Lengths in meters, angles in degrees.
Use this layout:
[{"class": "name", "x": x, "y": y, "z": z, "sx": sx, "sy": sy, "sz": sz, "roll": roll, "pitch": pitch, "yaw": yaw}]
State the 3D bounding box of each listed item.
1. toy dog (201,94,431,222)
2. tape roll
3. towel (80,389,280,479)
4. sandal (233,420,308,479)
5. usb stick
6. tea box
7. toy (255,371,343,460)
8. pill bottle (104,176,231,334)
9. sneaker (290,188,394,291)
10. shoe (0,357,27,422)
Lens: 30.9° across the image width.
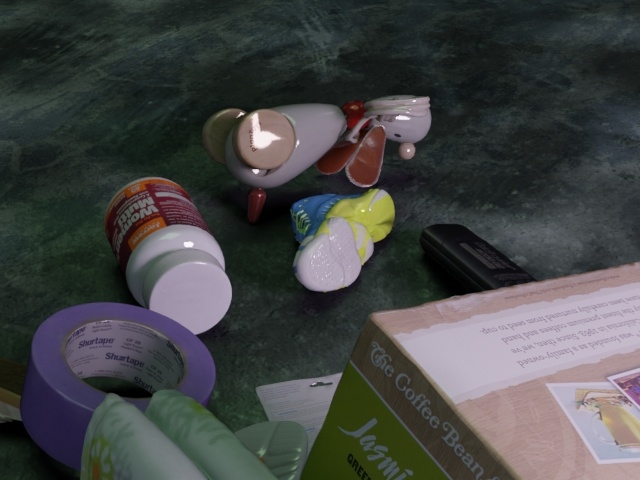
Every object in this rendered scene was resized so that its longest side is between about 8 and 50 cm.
[{"class": "toy dog", "x": -0.001, "y": -0.116, "z": 1.643, "sx": 0.333, "sy": 0.161, "sz": 0.220, "roll": -4, "pitch": 9, "yaw": 0}, {"class": "tape roll", "x": -0.208, "y": 0.150, "z": 1.191, "sx": 0.189, "sy": 0.080, "sz": 0.189, "roll": 14, "pitch": 29, "yaw": -8}, {"class": "towel", "x": -0.044, "y": 0.307, "z": 0.721, "sx": 0.090, "sy": 0.321, "sz": 0.374, "roll": -14, "pitch": 31, "yaw": -33}, {"class": "sandal", "x": -0.069, "y": 0.283, "z": 1.023, "sx": 0.102, "sy": 0.076, "sz": 0.265, "roll": -5, "pitch": 47, "yaw": 24}, {"class": "usb stick", "x": 0.199, "y": 0.035, "z": 1.421, "sx": 0.077, "sy": 0.045, "sz": 0.278, "roll": 0, "pitch": 17, "yaw": -16}, {"class": "tea box", "x": 0.163, "y": 0.210, "z": 0.785, "sx": 0.329, "sy": 0.324, "sz": 0.220, "roll": -7, "pitch": 41, "yaw": -38}, {"class": "toy", "x": 0.034, "y": 0.226, "z": 1.128, "sx": 0.136, "sy": 0.056, "sz": 0.237, "roll": -7, "pitch": 35, "yaw": -19}, {"class": "pill bottle", "x": -0.188, "y": 0.018, "z": 1.431, "sx": 0.121, "sy": 0.121, "sz": 0.221, "roll": -11, "pitch": 31, "yaw": -17}, {"class": "sneaker", "x": 0.000, "y": 0.000, "z": 1.512, "sx": 0.126, "sy": 0.091, "sz": 0.240, "roll": 2, "pitch": 20, "yaw": 29}, {"class": "shoe", "x": -0.369, "y": 0.161, "z": 1.260, "sx": 0.219, "sy": 0.058, "sz": 0.076, "roll": 18, "pitch": 14, "yaw": 23}]
